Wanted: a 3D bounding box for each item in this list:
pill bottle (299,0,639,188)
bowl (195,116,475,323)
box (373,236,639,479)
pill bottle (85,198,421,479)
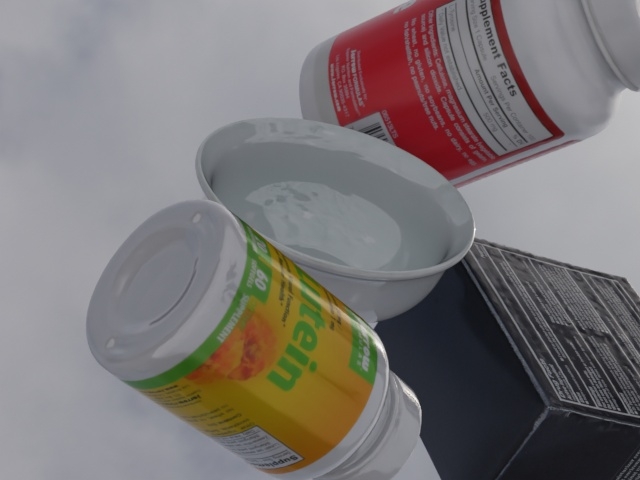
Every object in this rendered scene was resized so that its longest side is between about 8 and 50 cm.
[{"bbox_3d":[0.197,-0.196,1.603,0.229,0.407,0.229,36,-137,-44],"label":"pill bottle"},{"bbox_3d":[0.000,0.000,1.441,0.297,0.134,0.298,14,-150,-8],"label":"bowl"},{"bbox_3d":[0.254,0.165,1.552,0.294,0.183,0.296,16,-149,-31],"label":"box"},{"bbox_3d":[-0.037,0.089,0.998,0.245,0.136,0.136,40,-125,-37],"label":"pill bottle"}]
